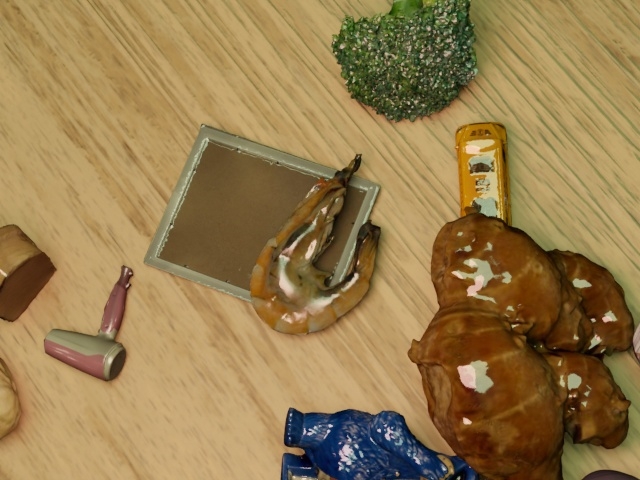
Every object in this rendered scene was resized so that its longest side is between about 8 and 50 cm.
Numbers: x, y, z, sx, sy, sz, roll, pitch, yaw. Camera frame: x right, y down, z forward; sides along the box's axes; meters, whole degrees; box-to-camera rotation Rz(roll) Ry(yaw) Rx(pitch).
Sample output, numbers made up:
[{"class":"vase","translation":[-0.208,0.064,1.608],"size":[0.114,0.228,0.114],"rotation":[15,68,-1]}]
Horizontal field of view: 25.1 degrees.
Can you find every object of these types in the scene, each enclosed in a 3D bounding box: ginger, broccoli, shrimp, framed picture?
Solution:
[{"class":"ginger","translation":[0.245,0.146,1.752],"size":[0.274,0.152,0.358],"rotation":[18,65,-20]},{"class":"broccoli","translation":[0.118,-0.277,1.907],"size":[0.219,0.194,0.194],"rotation":[-37,67,38]},{"class":"shrimp","translation":[0.012,0.012,1.867],"size":[0.145,0.059,0.254],"rotation":[38,84,14]},{"class":"framed picture","translation":[-0.079,-0.020,1.931],"size":[0.274,0.017,0.217],"rotation":[21,79,15]}]

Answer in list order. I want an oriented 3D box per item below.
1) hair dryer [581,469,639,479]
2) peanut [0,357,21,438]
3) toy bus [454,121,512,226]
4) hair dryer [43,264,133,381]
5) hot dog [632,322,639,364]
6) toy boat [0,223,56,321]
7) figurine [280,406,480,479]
[{"class":"hair dryer","translation":[0.297,0.454,1.638],"size":[0.121,0.301,0.361],"rotation":[28,103,-12]},{"class":"peanut","translation":[-0.503,0.179,1.897],"size":[0.256,0.123,0.124],"rotation":[22,79,18]},{"class":"toy bus","translation":[0.211,-0.081,1.868],"size":[0.069,0.074,0.162],"rotation":[-5,75,10]},{"class":"hair dryer","translation":[-0.290,0.104,1.923],"size":[0.106,0.054,0.154],"rotation":[21,69,19]},{"class":"hot dog","translation":[0.491,0.175,1.727],"size":[0.268,0.075,0.144],"rotation":[39,41,8]},{"class":"toy boat","translation":[-0.412,0.043,1.883],"size":[0.061,0.188,0.116],"rotation":[39,84,8]},{"class":"figurine","translation":[0.074,0.275,1.773],"size":[0.262,0.121,0.164],"rotation":[21,115,-4]}]
